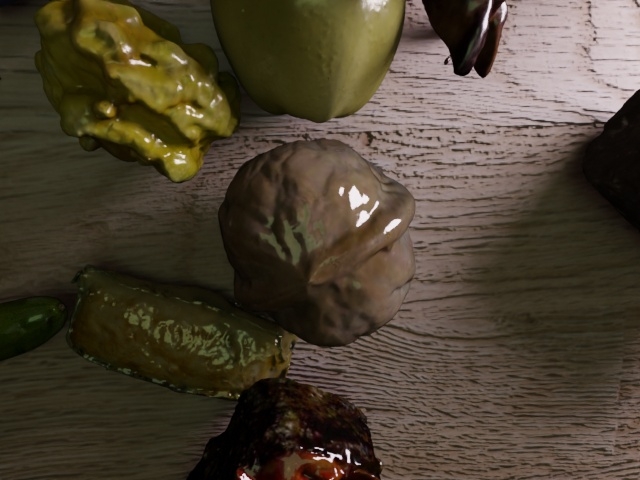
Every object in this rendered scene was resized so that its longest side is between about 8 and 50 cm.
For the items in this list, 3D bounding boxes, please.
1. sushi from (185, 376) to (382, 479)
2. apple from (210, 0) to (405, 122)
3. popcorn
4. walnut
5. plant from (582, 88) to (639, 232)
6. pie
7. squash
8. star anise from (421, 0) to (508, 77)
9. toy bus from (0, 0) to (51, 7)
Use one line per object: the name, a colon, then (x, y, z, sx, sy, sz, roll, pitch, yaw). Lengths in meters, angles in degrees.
sushi: (-0.051, 0.312, 0.487, 0.196, 0.182, 0.344, 26, 113, -24)
apple: (-0.010, -0.216, 0.416, 0.199, 0.200, 0.200, -1, 100, -4)
popcorn: (-0.181, -0.144, 0.421, 0.197, 0.197, 0.156, 36, 97, -9)
walnut: (0.000, 0.000, 0.438, 0.223, 0.224, 0.225, -1, 100, -4)
plant: (0.479, -0.042, 0.479, 0.320, 0.194, 0.182, 31, 100, -6)
pie: (-0.172, 0.119, 0.524, 0.282, 0.068, 0.129, 18, 100, -4)
squash: (-0.413, 0.112, 0.498, 0.257, 0.069, 0.069, -10, 101, 4)
star anise: (0.125, -0.274, 0.381, 0.102, 0.272, 0.272, -15, 102, 28)
toy bus: (-0.246, -0.328, 0.408, 0.133, 0.125, 0.292, 44, 93, -10)
